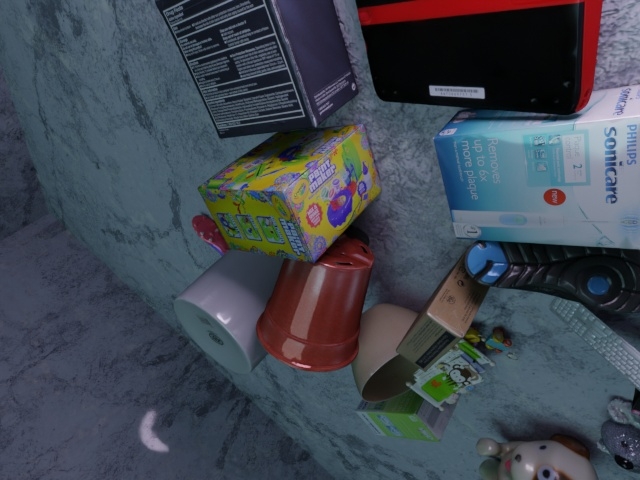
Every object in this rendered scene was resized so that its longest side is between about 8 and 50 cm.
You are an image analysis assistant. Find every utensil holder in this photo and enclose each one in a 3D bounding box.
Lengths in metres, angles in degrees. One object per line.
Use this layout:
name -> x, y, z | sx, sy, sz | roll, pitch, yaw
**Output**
utensil holder -> -0.204, 0.169, 1.304 | 0.327, 0.385, 0.327 | 26, 141, 23

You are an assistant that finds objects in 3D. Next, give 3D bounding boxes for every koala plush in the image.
koala plush -> 0.731, 0.473, 0.918 | 0.221, 0.203, 0.196 | 29, 137, 55

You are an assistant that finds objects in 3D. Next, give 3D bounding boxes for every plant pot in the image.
plant pot -> 0.197, 0.290, 1.179 | 0.284, 0.284, 0.191 | 91, 156, -45
plant pot -> -0.002, 0.127, 1.029 | 0.272, 0.272, 0.265 | 26, 117, 23

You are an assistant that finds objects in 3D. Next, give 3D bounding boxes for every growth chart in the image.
growth chart -> 0.350, 0.362, 1.125 | 0.172, 0.021, 0.237 | 31, 116, -11

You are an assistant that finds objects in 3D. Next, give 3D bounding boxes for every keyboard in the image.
keyboard -> 0.562, 0.203, 0.816 | 0.256, 0.014, 0.072 | 54, 159, 41

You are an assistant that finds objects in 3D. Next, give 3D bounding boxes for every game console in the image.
game console -> 0.198, -0.362, 0.612 | 0.386, 0.060, 0.342 | 25, 146, 46

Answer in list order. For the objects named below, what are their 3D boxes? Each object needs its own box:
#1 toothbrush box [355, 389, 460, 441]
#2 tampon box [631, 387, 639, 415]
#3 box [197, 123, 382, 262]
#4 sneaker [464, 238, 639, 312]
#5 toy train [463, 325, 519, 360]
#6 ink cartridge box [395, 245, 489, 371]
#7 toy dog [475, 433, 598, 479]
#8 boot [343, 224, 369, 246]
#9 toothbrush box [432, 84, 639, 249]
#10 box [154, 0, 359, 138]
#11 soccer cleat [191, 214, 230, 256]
toothbrush box -> 0.277, 0.500, 1.321 | 0.122, 0.206, 0.283 | 49, 144, -7
tampon box -> 0.686, 0.271, 0.789 | 0.120, 0.101, 0.161 | 18, 137, 31
box -> -0.063, -0.119, 0.962 | 0.279, 0.290, 0.177 | 7, 130, 41
sneaker -> 0.455, 0.048, 0.799 | 0.341, 0.139, 0.125 | 11, 93, 18
toy train -> 0.423, 0.263, 1.088 | 0.166, 0.046, 0.125 | -4, 137, 41
ink cartridge box -> 0.287, 0.155, 0.944 | 0.088, 0.234, 0.193 | 34, 144, 14
toy dog -> 0.612, 0.718, 1.160 | 0.395, 0.284, 0.408 | 20, 136, 29
boot -> 0.000, 0.002, 1.173 | 0.236, 0.085, 0.178 | 26, 145, -2
toothbrush box -> 0.368, -0.113, 0.696 | 0.295, 0.126, 0.216 | 5, 129, 39
box -> -0.118, -0.386, 0.840 | 0.296, 0.183, 0.294 | 6, 131, 38
soccer cleat -> -0.390, 0.005, 1.583 | 0.248, 0.083, 0.095 | 39, 148, 3
